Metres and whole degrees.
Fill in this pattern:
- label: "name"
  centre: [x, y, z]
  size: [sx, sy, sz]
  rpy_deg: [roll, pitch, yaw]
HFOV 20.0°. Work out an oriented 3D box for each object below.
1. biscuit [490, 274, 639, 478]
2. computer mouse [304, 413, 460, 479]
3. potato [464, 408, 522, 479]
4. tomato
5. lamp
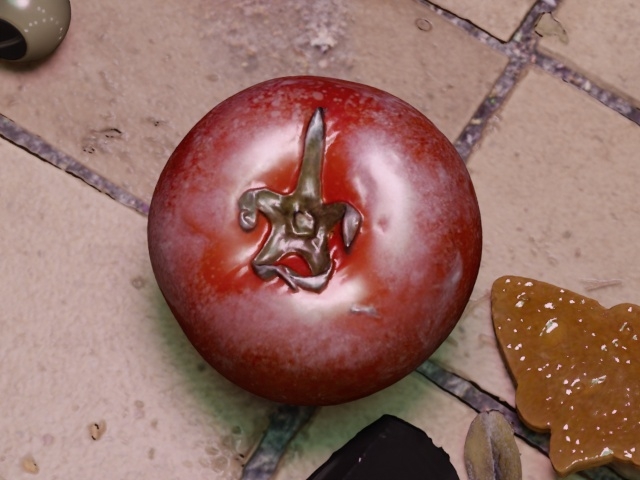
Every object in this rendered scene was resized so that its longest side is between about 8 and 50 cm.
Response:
- label: "biscuit"
  centre: [0.232, 0.115, 1.535]
  size: [0.162, 0.035, 0.250]
  rpy_deg: [-38, 60, -10]
- label: "computer mouse"
  centre: [0.029, 0.238, 1.464]
  size: [0.217, 0.073, 0.122]
  rpy_deg: [-39, 93, -29]
- label: "potato"
  centre: [0.145, 0.189, 1.525]
  size: [0.037, 0.036, 0.093]
  rpy_deg: [-3, 84, -46]
- label: "tomato"
  centre: [0.000, 0.000, 1.481]
  size: [0.270, 0.227, 0.270]
  rpy_deg: [-1, 80, 8]
- label: "lamp"
  centre: [-0.253, -0.233, 1.636]
  size: [0.091, 0.091, 0.163]
  rpy_deg: [22, 51, 3]
